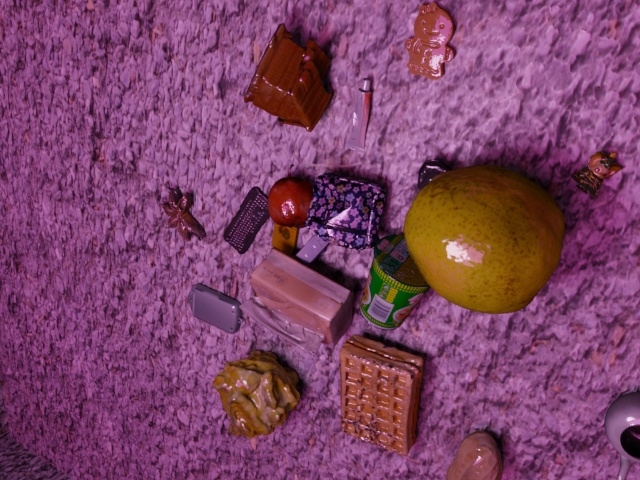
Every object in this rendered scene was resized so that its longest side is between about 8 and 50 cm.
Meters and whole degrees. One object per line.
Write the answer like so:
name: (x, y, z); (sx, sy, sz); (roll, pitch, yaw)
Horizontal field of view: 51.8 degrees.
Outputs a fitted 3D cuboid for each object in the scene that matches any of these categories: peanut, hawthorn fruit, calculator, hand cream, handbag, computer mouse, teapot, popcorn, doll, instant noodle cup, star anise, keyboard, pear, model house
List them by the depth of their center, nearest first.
doll: (0.655, -0.166, 1.575); (0.078, 0.076, 0.113); (32, 98, -14)
pear: (0.385, -0.010, 1.604); (0.391, 0.391, 0.391); (13, 118, 27)
teapot: (0.837, 0.490, 1.702); (0.193, 0.129, 0.294); (24, 122, 20)
computer mouse: (0.331, -0.139, 1.776); (0.106, 0.062, 0.192); (-21, 110, 34)
hand cream: (0.113, -0.348, 1.839); (0.052, 0.038, 0.216); (44, 138, 39)
model house: (-0.074, -0.442, 1.842); (0.229, 0.199, 0.219); (30, 169, -12)
handbag: (0.075, -0.080, 1.899); (0.229, 0.127, 0.207); (15, 101, 11)
instant noodle cup: (0.215, 0.136, 1.901); (0.207, 0.207, 0.232); (34, 131, 15)
hawthorn fruit: (-0.083, -0.132, 1.986); (0.157, 0.157, 0.193); (2, 104, 32)
peanut: (0.471, 0.720, 2.031); (0.152, 0.152, 0.313); (28, 123, 19)
keyboard: (-0.243, -0.063, 2.198); (0.106, 0.016, 0.262); (43, 127, 9)
popcorn: (-0.215, 0.531, 2.277); (0.312, 0.312, 0.312); (13, 118, 27)
star anise: (-0.493, -0.095, 2.318); (0.172, 0.063, 0.207); (1, 115, 36)
calculator: (-0.385, 0.251, 2.412); (0.246, 0.045, 0.141); (20, 121, 23)

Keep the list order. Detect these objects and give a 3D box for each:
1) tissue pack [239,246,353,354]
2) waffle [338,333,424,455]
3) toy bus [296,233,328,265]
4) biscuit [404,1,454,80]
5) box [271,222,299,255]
tissue pack: (-0.077, 0.208, 2.058); (0.306, 0.238, 0.238); (28, 124, 19)
waffle: (0.194, 0.496, 2.099); (0.261, 0.114, 0.376); (13, 124, 23)
toy bus: (0.000, 0.000, 2.038); (0.064, 0.075, 0.190); (47, 128, 6)
biscuit: (0.281, -0.498, 1.666); (0.133, 0.027, 0.184); (34, 125, 17)
box: (-0.111, -0.034, 2.126); (0.087, 0.023, 0.155); (22, 121, 19)
